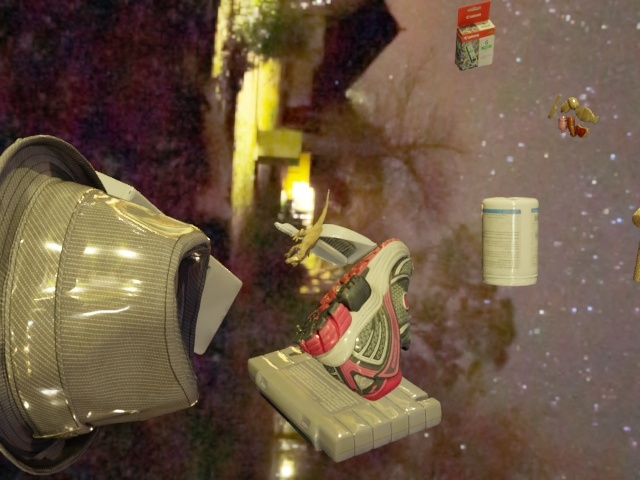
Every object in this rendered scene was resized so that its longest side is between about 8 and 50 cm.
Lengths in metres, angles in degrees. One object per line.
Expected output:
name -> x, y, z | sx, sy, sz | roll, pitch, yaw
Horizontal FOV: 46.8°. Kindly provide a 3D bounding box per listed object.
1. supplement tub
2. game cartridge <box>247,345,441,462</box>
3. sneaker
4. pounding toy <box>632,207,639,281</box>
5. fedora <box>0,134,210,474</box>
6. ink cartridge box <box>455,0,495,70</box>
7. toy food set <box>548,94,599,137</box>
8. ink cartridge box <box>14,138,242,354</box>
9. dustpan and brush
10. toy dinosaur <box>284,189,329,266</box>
supplement tub -> 0.239, 0.000, 0.932 | 0.071, 0.071, 0.107 | -97, -173, -84
game cartridge -> 0.030, 0.287, 1.401 | 0.355, 0.230, 0.068 | 27, -52, 57
sneaker -> 0.060, 0.091, 0.890 | 0.121, 0.112, 0.299 | -43, -179, 26
pounding toy -> 0.650, 0.033, 1.277 | 0.269, 0.154, 0.155 | 58, -22, -2
fedora -> -0.150, 0.054, 0.564 | 0.275, 0.124, 0.243 | 94, -1, -61
ink cartridge box -> 0.273, -0.359, 1.301 | 0.115, 0.063, 0.029 | 82, -8, -49
toy food set -> 0.528, -0.252, 1.540 | 0.122, 0.019, 0.078 | 58, -41, 45
ink cartridge box -> -0.252, 0.016, 0.911 | 0.117, 0.201, 0.278 | -60, 151, -13
dustpan and brush -> 0.000, 0.000, 1.603 | 0.060, 0.211, 0.147 | -63, -168, -28
toy dinosaur -> -0.018, -0.006, 1.436 | 0.092, 0.053, 0.183 | -36, -159, 53
